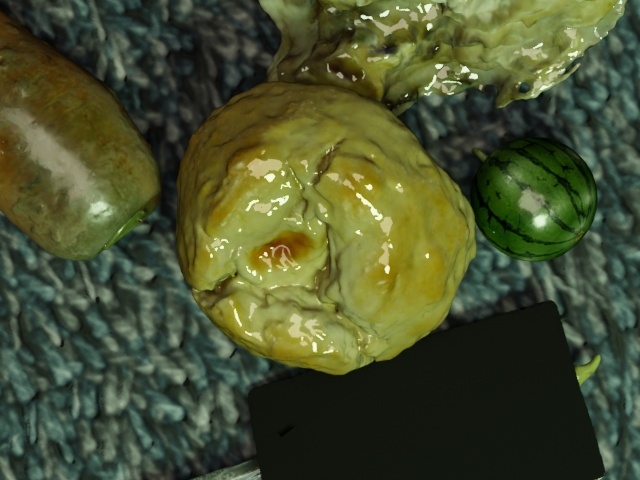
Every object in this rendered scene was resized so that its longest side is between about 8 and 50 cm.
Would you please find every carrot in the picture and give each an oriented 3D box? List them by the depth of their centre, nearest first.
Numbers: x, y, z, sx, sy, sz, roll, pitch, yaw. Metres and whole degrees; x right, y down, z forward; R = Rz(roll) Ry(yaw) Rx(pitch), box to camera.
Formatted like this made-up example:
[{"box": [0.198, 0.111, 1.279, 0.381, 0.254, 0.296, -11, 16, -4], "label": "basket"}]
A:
[{"box": [-0.258, -0.111, 1.377, 0.302, 0.139, 0.139, 38, 94, 4], "label": "carrot"}]

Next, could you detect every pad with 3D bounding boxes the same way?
[{"box": [0.077, 0.151, 1.360, 0.265, 0.009, 0.159, -17, 59, 9], "label": "pad"}]

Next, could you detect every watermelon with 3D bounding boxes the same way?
[{"box": [0.163, -0.036, 1.353, 0.109, 0.109, 0.109, 0, 91, 5], "label": "watermelon"}]

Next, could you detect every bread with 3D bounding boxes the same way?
[{"box": [0.000, 0.000, 1.324, 0.244, 0.134, 0.244, 4, 114, 9], "label": "bread"}]

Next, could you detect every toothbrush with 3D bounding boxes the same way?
[{"box": [-0.029, 0.178, 1.403, 0.413, 0.042, 0.035, -23, 130, 6], "label": "toothbrush"}]

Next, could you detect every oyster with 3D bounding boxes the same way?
[{"box": [0.113, -0.216, 1.340, 0.351, 0.115, 0.238, -8, 92, 26], "label": "oyster"}]

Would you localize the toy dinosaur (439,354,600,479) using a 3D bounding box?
[{"box": [0.154, 0.207, 1.368, 0.259, 0.094, 0.153, -44, 90, -4], "label": "toy dinosaur"}]
